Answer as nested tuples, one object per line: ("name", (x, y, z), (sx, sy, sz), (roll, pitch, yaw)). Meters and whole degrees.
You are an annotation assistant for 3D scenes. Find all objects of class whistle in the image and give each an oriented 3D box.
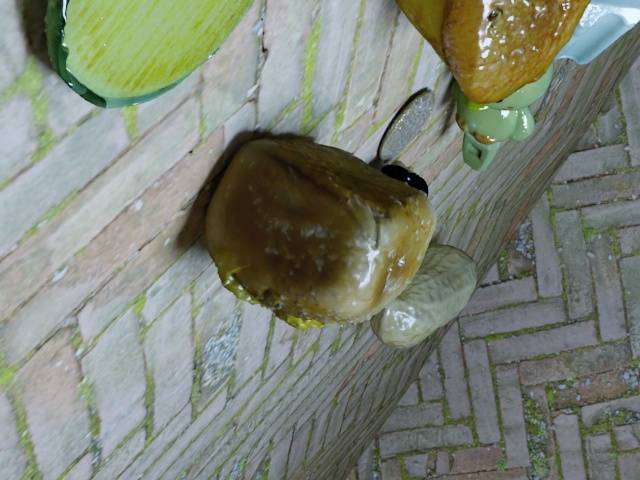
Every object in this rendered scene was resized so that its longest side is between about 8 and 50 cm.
("whistle", (0.239, -0.194, 1.474), (0.141, 0.141, 0.294), (-40, 157, -41))

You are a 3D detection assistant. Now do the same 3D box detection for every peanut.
("peanut", (0.199, 0.109, 2.011), (0.313, 0.152, 0.152), (-35, 157, -53))

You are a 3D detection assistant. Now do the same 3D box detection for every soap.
("soap", (0.362, -0.336, 1.415), (0.261, 0.094, 0.150), (80, 14, -87))

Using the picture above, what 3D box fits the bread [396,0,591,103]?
("bread", (0.196, -0.280, 1.080), (0.268, 0.145, 0.268), (-34, 148, -24))

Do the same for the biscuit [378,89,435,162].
("biscuit", (0.120, -0.158, 1.434), (0.120, 0.015, 0.120), (-47, 165, -17))

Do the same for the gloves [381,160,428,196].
("gloves", (0.098, -0.041, 1.444), (0.203, 0.124, 0.164), (-21, 170, -42))

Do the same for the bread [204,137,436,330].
("bread", (0.000, 0.000, 1.092), (0.176, 0.195, 0.246), (-62, 163, 15))

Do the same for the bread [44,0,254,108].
("bread", (-0.098, -0.188, 0.694), (0.228, 0.033, 0.228), (-47, 162, -21))
